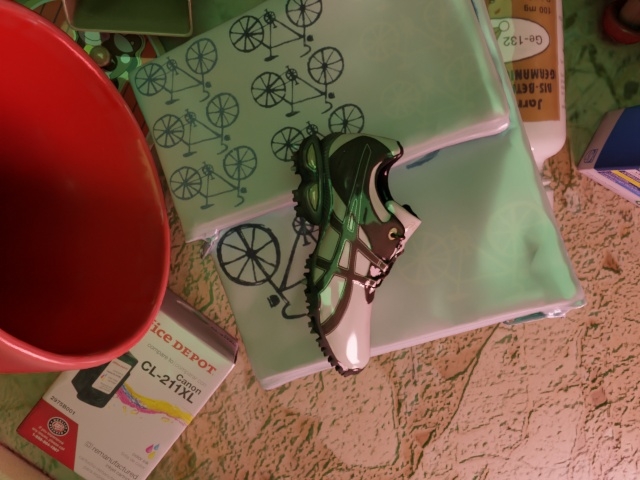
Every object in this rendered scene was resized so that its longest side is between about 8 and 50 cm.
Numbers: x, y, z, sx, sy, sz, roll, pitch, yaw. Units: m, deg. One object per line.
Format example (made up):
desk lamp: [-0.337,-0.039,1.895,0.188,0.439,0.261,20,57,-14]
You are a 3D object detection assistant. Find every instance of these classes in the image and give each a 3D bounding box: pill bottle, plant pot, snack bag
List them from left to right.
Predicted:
plant pot: [-0.295,-0.013,0.447,0.243,0.275,0.275,-15,97,16]
plant pot: [-0.167,-0.256,0.507,0.109,0.096,0.109,1,136,-6]
snack bag: [0.018,-0.052,0.505,0.323,0.037,0.342,-18,92,16]
pill bottle: [0.161,-0.127,0.543,0.131,0.131,0.229,-5,96,-5]

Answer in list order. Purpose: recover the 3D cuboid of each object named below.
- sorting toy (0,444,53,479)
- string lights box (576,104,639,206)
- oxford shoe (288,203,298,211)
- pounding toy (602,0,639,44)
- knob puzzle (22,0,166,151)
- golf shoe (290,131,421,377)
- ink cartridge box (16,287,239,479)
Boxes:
sorting toy: [-0.367,0.312,0.588,0.193,0.038,0.208,39,86,-8]
string lights box: [0.362,-0.068,0.502,0.133,0.259,0.076,28,92,-7]
oxford shoe: [0.000,0.000,0.577,0.096,0.083,0.227,-3,96,14]
pounding toy: [0.371,-0.265,0.578,0.183,0.110,0.237,27,63,4]
knob puzzle: [-0.233,-0.158,0.555,0.213,0.030,0.213,0,95,-5]
golf shoe: [0.034,0.012,0.453,0.094,0.077,0.198,-5,99,14]
ink cartridge box: [-0.183,0.142,0.567,0.127,0.072,0.175,38,92,-7]
